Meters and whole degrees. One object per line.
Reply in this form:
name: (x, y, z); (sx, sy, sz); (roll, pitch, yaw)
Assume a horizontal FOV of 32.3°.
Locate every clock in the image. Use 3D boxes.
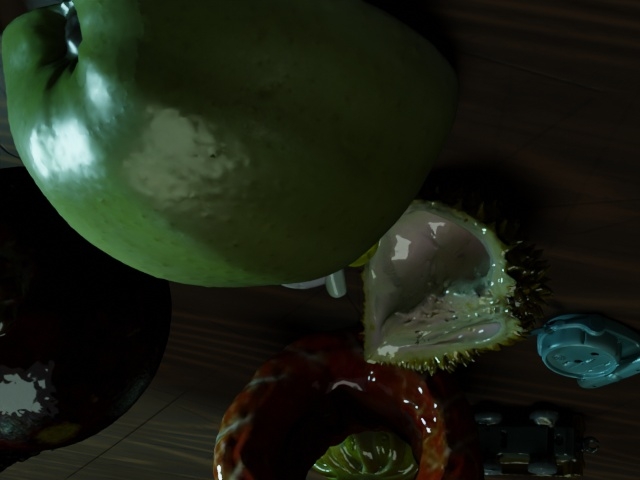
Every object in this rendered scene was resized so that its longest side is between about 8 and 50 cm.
clock: (0.308, 0.126, 1.327); (0.147, 0.045, 0.108); (27, 144, -23)

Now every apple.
apple: (-0.094, -0.108, 0.964); (0.360, 0.312, 0.320); (20, 109, -40)

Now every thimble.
thimble: (0.044, 0.299, 1.406); (0.350, 0.350, 0.231); (4, 146, 12)

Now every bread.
bread: (0.075, 0.316, 1.659); (0.213, 0.105, 0.213); (5, 149, 3)

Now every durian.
durian: (0.146, 0.035, 1.154); (0.138, 0.183, 0.249); (-8, 163, -33)

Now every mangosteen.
mangosteen: (-0.305, 0.080, 1.224); (0.306, 0.306, 0.359); (5, 171, 10)

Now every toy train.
toy train: (0.287, 0.294, 1.571); (0.219, 0.089, 0.127); (-4, 156, 21)

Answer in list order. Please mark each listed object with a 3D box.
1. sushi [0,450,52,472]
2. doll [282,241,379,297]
sushi: (-0.467, 0.185, 1.459); (0.207, 0.234, 0.348); (12, 148, -35)
doll: (0.000, 0.000, 1.173); (0.129, 0.081, 0.207); (59, 146, -4)
